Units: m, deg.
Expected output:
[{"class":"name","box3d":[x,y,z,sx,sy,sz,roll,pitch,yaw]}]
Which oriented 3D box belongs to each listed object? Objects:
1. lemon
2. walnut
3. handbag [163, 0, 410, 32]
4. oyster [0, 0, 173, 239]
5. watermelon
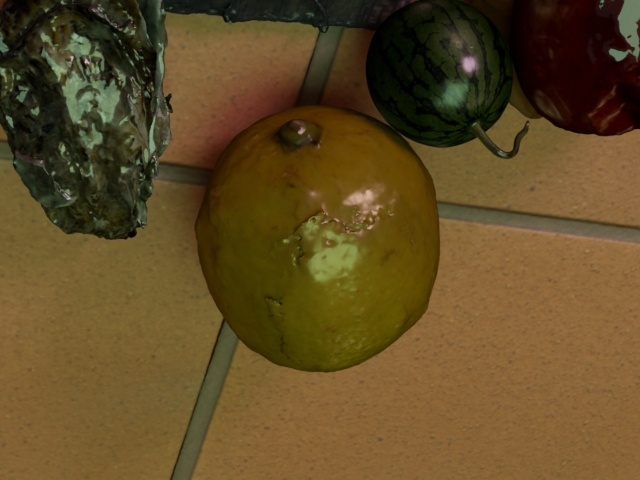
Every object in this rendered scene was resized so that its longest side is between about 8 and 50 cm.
[{"class":"lemon","box3d":[0.000,0.002,1.566,0.260,0.260,0.284,1,115,-18]},{"class":"walnut","box3d":[0.266,-0.237,1.525,0.221,0.244,0.269,-37,131,-41]},{"class":"handbag","box3d":[-0.019,-0.277,1.474,0.270,0.089,0.175,4,131,-20]},{"class":"oyster","box3d":[-0.226,-0.123,1.488,0.162,0.158,0.351,20,136,20]},{"class":"watermelon","box3d":[0.127,-0.150,1.496,0.140,0.187,0.141,-25,150,-16]}]
